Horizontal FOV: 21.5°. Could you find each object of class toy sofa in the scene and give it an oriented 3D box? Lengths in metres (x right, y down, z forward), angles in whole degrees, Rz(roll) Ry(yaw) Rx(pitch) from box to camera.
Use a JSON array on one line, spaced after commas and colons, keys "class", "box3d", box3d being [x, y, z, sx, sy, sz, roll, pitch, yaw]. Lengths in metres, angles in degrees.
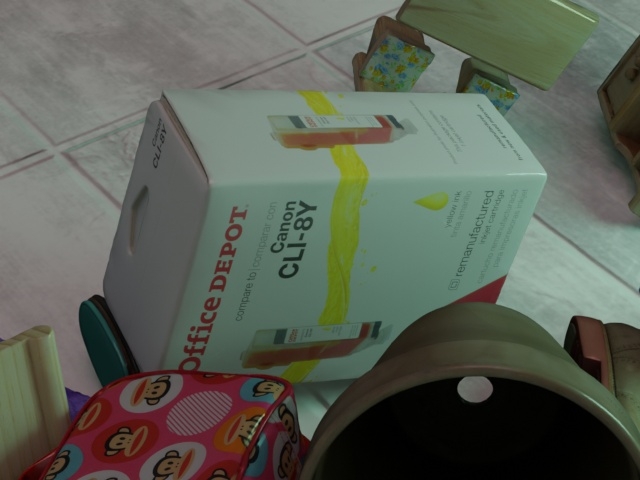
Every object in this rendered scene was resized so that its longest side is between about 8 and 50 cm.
[{"class": "toy sofa", "box3d": [-0.377, 0.112, 1.707, 0.177, 0.150, 0.362, -26, 31, -34]}]

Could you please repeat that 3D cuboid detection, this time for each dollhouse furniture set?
[{"class": "dollhouse furniture set", "box3d": [0.292, -0.216, 2.028, 0.394, 0.362, 0.256, 23, 33, -20]}]

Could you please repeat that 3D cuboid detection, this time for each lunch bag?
[{"class": "lunch bag", "box3d": [-0.162, 0.239, 1.514, 0.258, 0.120, 0.293, -2, 35, 23]}]

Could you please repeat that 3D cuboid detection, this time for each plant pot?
[{"class": "plant pot", "box3d": [0.146, 0.197, 1.580, 0.323, 0.323, 0.280, 3, 24, 4]}]

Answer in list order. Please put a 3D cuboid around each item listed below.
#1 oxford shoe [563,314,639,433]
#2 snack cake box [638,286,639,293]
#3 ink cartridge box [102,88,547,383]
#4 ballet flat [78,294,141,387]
[{"class": "oxford shoe", "box3d": [0.331, 0.199, 1.692, 0.130, 0.123, 0.348, 3, 40, -5]}, {"class": "snack cake box", "box3d": [0.486, 0.095, 1.777, 0.264, 0.089, 0.152, 13, 38, -16]}, {"class": "ink cartridge box", "box3d": [0.000, 0.000, 1.740, 0.385, 0.279, 0.160, -2, 40, -27]}, {"class": "ballet flat", "box3d": [-0.172, 0.167, 1.763, 0.096, 0.095, 0.280, -7, 49, -24]}]
